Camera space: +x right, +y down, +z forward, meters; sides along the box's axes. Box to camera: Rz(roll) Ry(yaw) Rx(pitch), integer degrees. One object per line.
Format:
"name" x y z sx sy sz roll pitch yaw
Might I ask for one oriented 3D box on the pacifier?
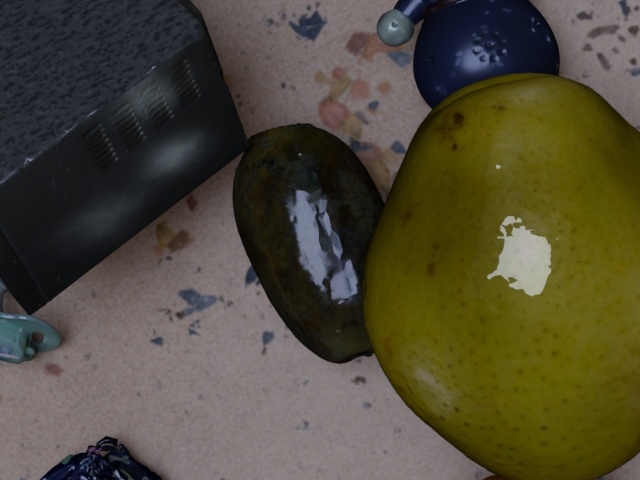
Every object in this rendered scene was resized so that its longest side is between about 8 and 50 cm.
"pacifier" -0.375 0.086 2.043 0.150 0.126 0.116 9 60 -5

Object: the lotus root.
"lotus root" 0.000 0.000 1.913 0.160 0.152 0.274 -25 84 -2

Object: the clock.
"clock" 0.161 -0.239 1.887 0.200 0.146 0.243 -16 81 -4

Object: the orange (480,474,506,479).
"orange" 0.224 0.344 1.836 0.224 0.170 0.224 0 101 -2

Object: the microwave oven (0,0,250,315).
"microwave oven" -0.333 -0.203 1.870 0.374 0.236 0.432 -39 63 -12

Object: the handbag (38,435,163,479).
"handbag" -0.222 0.355 1.981 0.162 0.113 0.260 -43 86 16

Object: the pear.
"pear" 0.218 0.038 1.748 0.362 0.362 0.418 -12 103 14
